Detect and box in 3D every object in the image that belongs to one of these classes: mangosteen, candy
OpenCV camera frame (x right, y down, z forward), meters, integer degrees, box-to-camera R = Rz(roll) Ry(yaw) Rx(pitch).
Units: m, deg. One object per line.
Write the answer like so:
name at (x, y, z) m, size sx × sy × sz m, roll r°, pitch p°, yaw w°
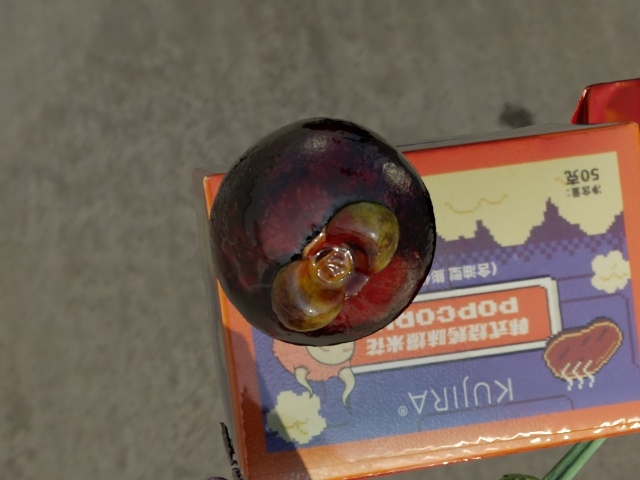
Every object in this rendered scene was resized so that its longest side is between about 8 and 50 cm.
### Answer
mangosteen at (0.000, 0.000, 1.247) m, size 0.152 × 0.152 × 0.152 m, roll 11°, pitch 57°, yaw -17°
candy at (0.272, 0.186, 1.911) m, size 0.092 × 0.093 × 0.335 m, roll 45°, pitch 82°, yaw -12°

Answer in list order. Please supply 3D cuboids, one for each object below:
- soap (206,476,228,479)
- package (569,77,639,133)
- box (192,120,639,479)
soap at (0.012, 0.347, 1.330) m, size 0.128 × 0.359 × 0.233 m, roll -41°, pitch 48°, yaw -17°
package at (0.437, -0.081, 1.839) m, size 0.196 × 0.424 × 0.123 m, roll 20°, pitch 71°, yaw -59°
box at (0.078, 0.044, 1.656) m, size 0.349 × 0.318 × 0.256 m, roll -8°, pitch 95°, yaw -6°
